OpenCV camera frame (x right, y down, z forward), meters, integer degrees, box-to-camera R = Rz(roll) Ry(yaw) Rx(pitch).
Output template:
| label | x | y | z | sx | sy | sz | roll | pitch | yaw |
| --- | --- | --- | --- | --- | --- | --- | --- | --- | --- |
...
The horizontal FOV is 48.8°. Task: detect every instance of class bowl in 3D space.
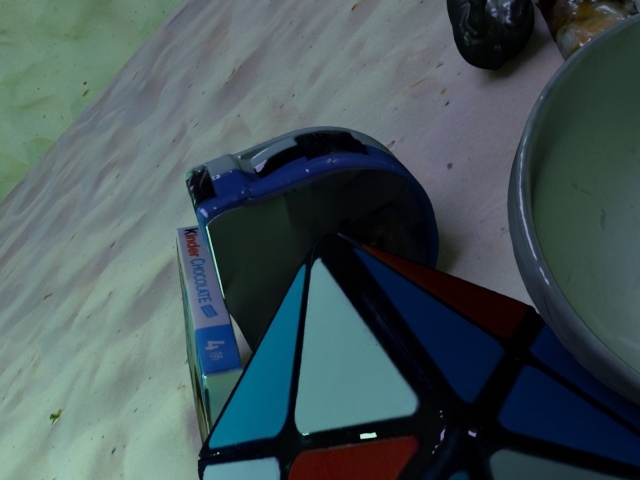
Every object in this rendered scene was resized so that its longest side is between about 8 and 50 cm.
| label | x | y | z | sx | sy | sz | roll | pitch | yaw |
| --- | --- | --- | --- | --- | --- | --- | --- | --- | --- |
| bowl | 0.286 | -0.008 | 0.514 | 0.307 | 0.163 | 0.307 | -1 | 74 | 5 |

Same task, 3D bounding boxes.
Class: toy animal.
| label | x | y | z | sx | sy | sz | roll | pitch | yaw |
| --- | --- | --- | --- | --- | --- | --- | --- | --- | --- |
| toy animal | 0.222 | -0.383 | 0.998 | 0.106 | 0.168 | 0.343 | -6 | 44 | 3 |

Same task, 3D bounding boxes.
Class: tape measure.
| label | x | y | z | sx | sy | sz | roll | pitch | yaw |
| --- | --- | --- | --- | --- | --- | --- | --- | --- | --- |
| tape measure | -0.002 | 0.000 | 0.807 | 0.262 | 0.259 | 0.138 | -27 | 38 | -12 |

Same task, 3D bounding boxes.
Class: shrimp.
| label | x | y | z | sx | sy | sz | roll | pitch | yaw |
| --- | --- | --- | --- | --- | --- | --- | --- | --- | --- |
| shrimp | 0.376 | -0.310 | 0.829 | 0.233 | 0.071 | 0.364 | -27 | 45 | 26 |

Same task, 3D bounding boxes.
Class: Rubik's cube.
| label | x | y | z | sx | sy | sz | roll | pitch | yaw |
| --- | --- | --- | --- | --- | --- | --- | --- | --- | --- |
| Rubik's cube | 0.078 | 0.175 | 0.522 | 0.250 | 0.246 | 0.248 | -62 | 27 | 15 |

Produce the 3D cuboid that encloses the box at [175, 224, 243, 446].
| label | x | y | z | sx | sy | sz | roll | pitch | yaw |
| --- | --- | --- | --- | --- | --- | --- | --- | --- | --- |
| box | -0.132 | 0.160 | 0.855 | 0.048 | 0.264 | 0.273 | -7 | 34 | -13 |
